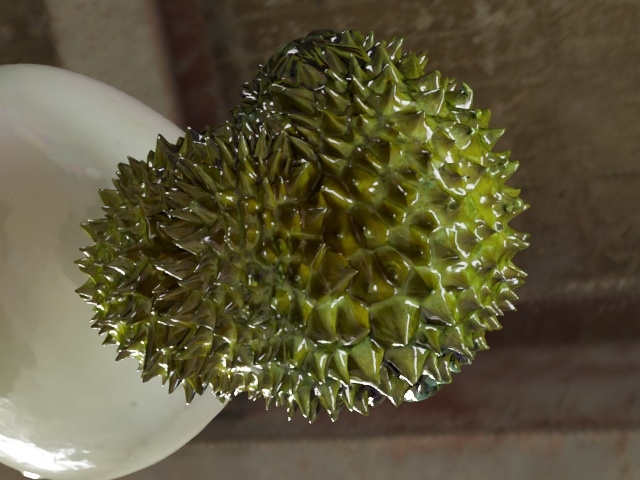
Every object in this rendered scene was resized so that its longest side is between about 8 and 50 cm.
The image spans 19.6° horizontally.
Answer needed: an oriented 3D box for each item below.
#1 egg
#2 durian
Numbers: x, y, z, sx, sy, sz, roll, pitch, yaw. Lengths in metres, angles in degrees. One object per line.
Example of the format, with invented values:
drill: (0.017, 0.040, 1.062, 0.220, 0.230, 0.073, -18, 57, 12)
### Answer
egg: (-0.193, 0.022, 1.381, 0.283, 0.283, 0.345, -9, -43, 24)
durian: (0.003, 0.002, 1.121, 0.291, 0.291, 0.224, -35, -88, 29)
